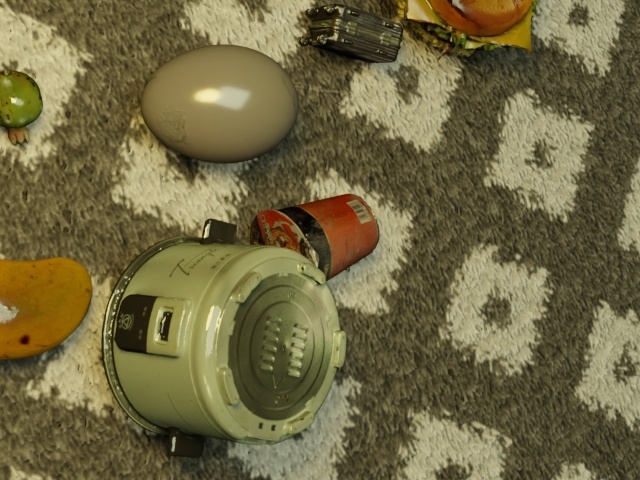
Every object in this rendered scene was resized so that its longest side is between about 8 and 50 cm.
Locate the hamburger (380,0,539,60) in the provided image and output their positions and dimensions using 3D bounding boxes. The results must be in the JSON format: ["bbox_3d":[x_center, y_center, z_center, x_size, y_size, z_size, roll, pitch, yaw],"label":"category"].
[{"bbox_3d":[0.194,-0.369,1.596,0.261,0.138,0.243,16,74,-25],"label":"hamburger"}]

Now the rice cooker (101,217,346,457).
[{"bbox_3d":[-0.119,0.115,1.321,0.241,0.227,0.280,13,82,-47],"label":"rice cooker"}]

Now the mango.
[{"bbox_3d":[-0.343,0.077,1.289,0.178,0.090,0.115,-2,76,-36],"label":"mango"}]

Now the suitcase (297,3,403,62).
[{"bbox_3d":[0.044,-0.278,1.537,0.126,0.086,0.059,13,93,-25],"label":"suitcase"}]

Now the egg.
[{"bbox_3d":[-0.123,-0.168,1.400,0.198,0.146,0.146,1,82,-20],"label":"egg"}]

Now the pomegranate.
[{"bbox_3d":[-0.361,-0.158,1.327,0.073,0.084,0.073,13,49,-16],"label":"pomegranate"}]

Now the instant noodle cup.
[{"bbox_3d":[-0.002,-0.001,1.463,0.135,0.127,0.127,-23,94,-36],"label":"instant noodle cup"}]
